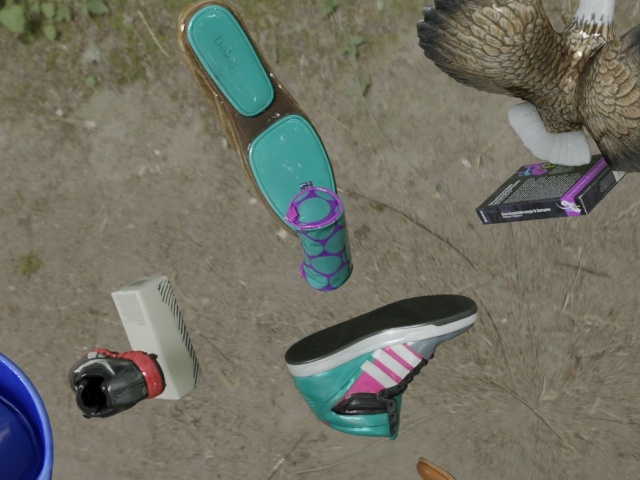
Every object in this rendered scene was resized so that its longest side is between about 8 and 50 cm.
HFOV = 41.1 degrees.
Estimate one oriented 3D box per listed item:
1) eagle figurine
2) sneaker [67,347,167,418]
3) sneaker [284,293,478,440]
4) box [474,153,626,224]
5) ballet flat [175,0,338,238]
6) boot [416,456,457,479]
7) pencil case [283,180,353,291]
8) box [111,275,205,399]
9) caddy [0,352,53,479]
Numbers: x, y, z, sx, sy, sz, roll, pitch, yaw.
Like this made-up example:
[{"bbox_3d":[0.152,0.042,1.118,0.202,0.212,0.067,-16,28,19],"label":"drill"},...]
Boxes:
[{"bbox_3d":[0.242,-0.169,0.819,0.226,0.298,0.225,-15,99,35],"label":"eagle figurine"},{"bbox_3d":[-0.401,0.257,1.538,0.276,0.135,0.097,-8,103,47],"label":"sneaker"},{"bbox_3d":[0.110,0.203,1.280,0.295,0.124,0.178,-18,110,-5],"label":"sneaker"},{"bbox_3d":[0.287,-0.064,1.060,0.116,0.162,0.029,-39,111,-32],"label":"box"},{"bbox_3d":[-0.088,-0.157,1.129,0.116,0.124,0.342,-37,110,-10],"label":"ballet flat"},{"bbox_3d":[0.190,0.471,1.407,0.152,0.073,0.197,-41,70,-9],"label":"boot"},{"bbox_3d":[0.000,0.000,1.012,0.070,0.151,0.064,-5,57,5],"label":"pencil case"},{"bbox_3d":[-0.372,0.224,1.967,0.113,0.094,0.275,-4,108,41],"label":"box"},{"bbox_3d":[-0.399,0.176,0.746,0.341,0.179,0.241,32,61,2],"label":"caddy"}]
